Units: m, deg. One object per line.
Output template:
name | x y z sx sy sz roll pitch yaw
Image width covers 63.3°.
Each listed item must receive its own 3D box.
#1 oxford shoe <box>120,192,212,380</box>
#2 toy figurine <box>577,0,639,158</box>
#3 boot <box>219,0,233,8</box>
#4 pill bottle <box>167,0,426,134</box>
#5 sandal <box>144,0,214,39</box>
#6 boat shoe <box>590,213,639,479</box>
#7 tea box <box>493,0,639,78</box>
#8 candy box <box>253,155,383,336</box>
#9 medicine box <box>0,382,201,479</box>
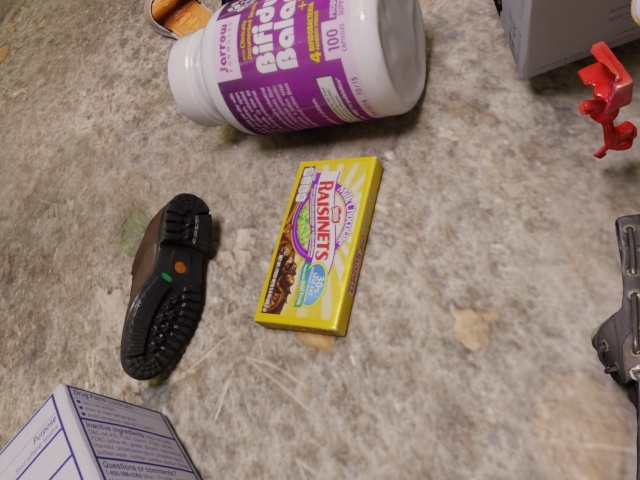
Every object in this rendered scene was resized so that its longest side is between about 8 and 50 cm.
oxford shoe | -0.197 0.059 0.643 0.096 0.082 0.228 -18 53 45
toy figurine | 0.376 -0.079 0.299 0.362 0.191 0.218 -20 59 13
boot | -0.072 -0.363 0.788 0.246 0.094 0.207 -14 53 32
pill bottle | -0.037 -0.221 0.639 0.301 0.169 0.170 -2 63 31
sandal | -0.263 -0.429 0.956 0.102 0.076 0.265 -48 50 -2
boat shoe | 0.232 0.075 0.366 0.073 0.080 0.224 1 59 38
tea box | 0.288 -0.375 0.431 0.328 0.220 0.324 -17 72 15
candy box | 0.000 0.000 0.579 0.105 0.027 0.206 2 64 28
medicine box | -0.211 0.326 0.437 0.263 0.149 0.289 -48 50 -2
